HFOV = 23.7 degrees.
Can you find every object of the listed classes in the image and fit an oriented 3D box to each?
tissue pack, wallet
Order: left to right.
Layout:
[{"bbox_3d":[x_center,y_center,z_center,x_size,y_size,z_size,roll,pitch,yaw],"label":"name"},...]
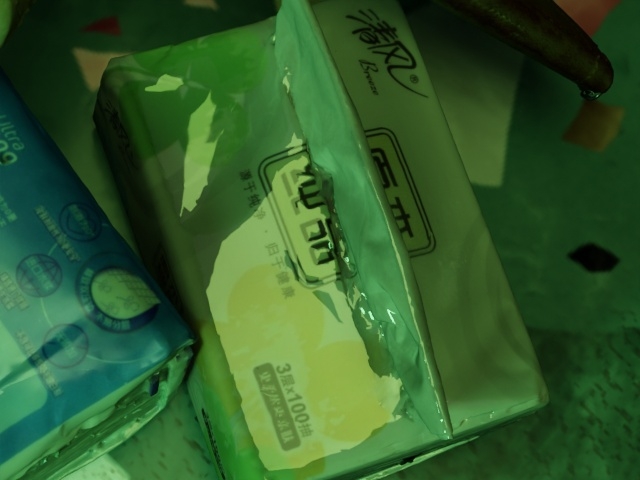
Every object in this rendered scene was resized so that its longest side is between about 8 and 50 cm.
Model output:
[{"bbox_3d":[-0.211,0.009,0.704,0.198,0.146,0.263,-34,81,-17],"label":"tissue pack"},{"bbox_3d":[0.000,0.000,0.742,0.159,0.145,0.229,-17,78,-13],"label":"tissue pack"},{"bbox_3d":[0.032,-0.151,0.759,0.255,0.137,0.031,20,112,-40],"label":"wallet"}]

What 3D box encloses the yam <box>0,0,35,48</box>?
[{"bbox_3d":[-0.114,-0.208,0.742,0.081,0.081,0.356,24,44,-2],"label":"yam"}]
